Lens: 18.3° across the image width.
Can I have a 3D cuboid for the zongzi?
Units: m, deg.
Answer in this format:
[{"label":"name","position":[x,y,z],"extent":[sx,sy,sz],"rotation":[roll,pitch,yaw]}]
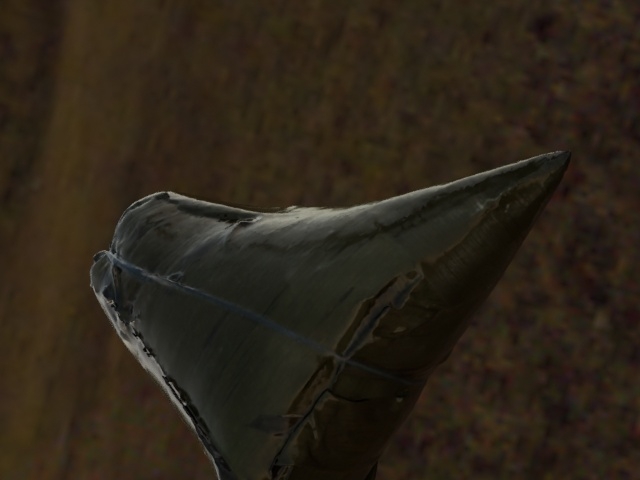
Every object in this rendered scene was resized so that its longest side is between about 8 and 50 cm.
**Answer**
[{"label":"zongzi","position":[0.000,0.000,1.528],"extent":[0.360,0.160,0.323],"rotation":[-53,50,13]}]
